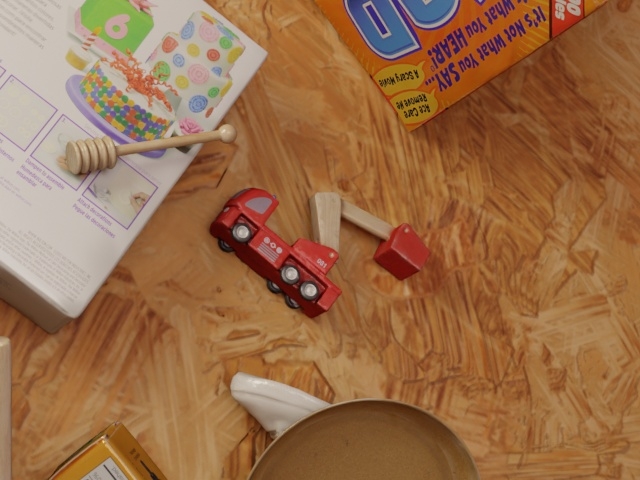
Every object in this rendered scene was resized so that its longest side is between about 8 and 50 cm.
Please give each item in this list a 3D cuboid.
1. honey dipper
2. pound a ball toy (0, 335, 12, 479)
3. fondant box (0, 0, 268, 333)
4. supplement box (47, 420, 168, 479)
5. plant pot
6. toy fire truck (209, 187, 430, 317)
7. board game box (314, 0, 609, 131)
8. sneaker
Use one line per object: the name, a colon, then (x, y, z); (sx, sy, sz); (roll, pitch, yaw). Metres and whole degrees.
honey dipper: (-0.146, -0.084, 1.227); (0.160, 0.030, 0.030); (-10, 81, -29)
pound a ball toy: (-0.354, 0.100, 1.117); (0.208, 0.136, 0.319); (-6, 102, -28)
fondant box: (-0.237, -0.116, 1.262); (0.238, 0.096, 0.330); (38, 66, -10)
supplement box: (-0.139, 0.274, 1.203); (0.080, 0.078, 0.233); (-35, 92, 2)
plant pot: (0.034, 0.252, 1.272); (0.236, 0.032, 0.236); (-3, 105, -13)
toy fire truck: (0.000, 0.000, 1.360); (0.192, 0.047, 0.135); (41, 64, -8)
board game box: (0.184, -0.389, 1.367); (0.356, 0.356, 0.356); (-38, 94, -27)
sneaker: (-0.002, 0.202, 1.298); (0.212, 0.080, 0.094); (31, 82, -13)
